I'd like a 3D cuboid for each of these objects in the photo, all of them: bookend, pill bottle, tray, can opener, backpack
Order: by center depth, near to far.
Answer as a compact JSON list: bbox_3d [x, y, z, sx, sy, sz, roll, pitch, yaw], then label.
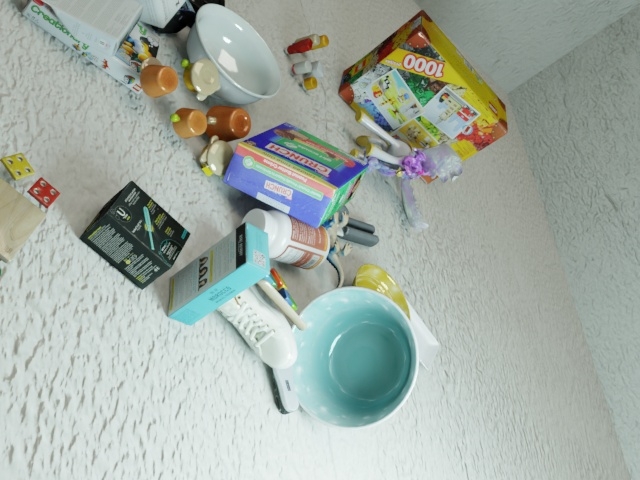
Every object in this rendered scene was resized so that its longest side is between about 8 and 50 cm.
[{"bbox_3d":[-0.088,-0.007,1.772,0.216,0.121,0.121,20,47,-45],"label":"pill bottle"},{"bbox_3d":[-0.391,-0.598,1.898,0.084,0.105,0.114,59,26,2],"label":"backpack"},{"bbox_3d":[-0.351,-0.675,2.050,0.156,0.072,0.157,30,40,-37],"label":"bookend"},{"bbox_3d":[0.081,-0.043,2.074,0.280,0.093,0.074,21,45,-50],"label":"can opener"},{"bbox_3d":[0.243,0.239,2.094,0.270,0.030,0.145,54,32,-6],"label":"tray"}]

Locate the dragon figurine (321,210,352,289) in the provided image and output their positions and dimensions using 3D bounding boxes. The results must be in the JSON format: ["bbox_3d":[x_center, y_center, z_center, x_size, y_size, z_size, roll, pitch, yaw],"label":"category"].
[{"bbox_3d":[0.000,0.000,1.919,0.085,0.144,0.289,1,81,-55],"label":"dragon figurine"}]

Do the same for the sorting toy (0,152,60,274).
[{"bbox_3d":[-0.556,-0.043,1.233,0.132,0.046,0.274,43,35,-22],"label":"sorting toy"}]

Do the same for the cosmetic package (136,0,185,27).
[{"bbox_3d":[-0.415,-0.648,1.764,0.151,0.151,0.184,20,61,13],"label":"cosmetic package"}]

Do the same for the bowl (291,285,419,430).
[{"bbox_3d":[0.089,0.271,1.647,0.163,0.311,0.311,35,33,-65],"label":"bowl"}]

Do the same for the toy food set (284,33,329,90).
[{"bbox_3d":[-0.056,-0.599,2.398,0.111,0.104,0.232,42,50,-47],"label":"toy food set"}]

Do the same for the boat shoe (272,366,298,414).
[{"bbox_3d":[-0.084,0.309,1.574,0.049,0.040,0.142,11,53,-38],"label":"boat shoe"}]

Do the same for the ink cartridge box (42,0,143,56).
[{"bbox_3d":[-0.531,-0.523,1.608,0.232,0.066,0.189,23,41,-11],"label":"ink cartridge box"}]

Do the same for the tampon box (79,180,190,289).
[{"bbox_3d":[-0.361,-0.010,1.419,0.161,0.101,0.120,44,33,-18],"label":"tampon box"}]

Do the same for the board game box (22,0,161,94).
[{"bbox_3d":[-0.519,-0.495,1.680,0.305,0.053,0.193,34,38,-33],"label":"board game box"}]

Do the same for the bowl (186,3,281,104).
[{"bbox_3d":[-0.255,-0.473,1.945,0.298,0.134,0.298,34,38,-32],"label":"bowl"}]

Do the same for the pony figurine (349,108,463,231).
[{"bbox_3d":[0.283,-0.254,2.403,0.363,0.303,0.351,17,38,-26],"label":"pony figurine"}]

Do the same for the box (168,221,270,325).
[{"bbox_3d":[-0.203,0.069,1.428,0.060,0.244,0.100,29,41,-37],"label":"box"}]

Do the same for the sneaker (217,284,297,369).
[{"bbox_3d":[-0.166,0.159,1.535,0.290,0.106,0.123,53,23,14],"label":"sneaker"}]

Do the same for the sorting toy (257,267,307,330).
[{"bbox_3d":[-0.111,0.088,1.609,0.193,0.038,0.208,52,-1,-39],"label":"sorting toy"}]

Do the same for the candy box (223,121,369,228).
[{"bbox_3d":[-0.052,-0.174,1.842,0.268,0.122,0.317,27,25,9],"label":"candy box"}]

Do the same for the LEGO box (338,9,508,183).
[{"bbox_3d":[0.373,-0.504,2.605,0.500,0.372,0.193,41,35,-23],"label":"LEGO box"}]

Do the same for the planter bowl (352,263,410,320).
[{"bbox_3d":[0.139,0.179,1.945,0.217,0.090,0.217,32,39,-31],"label":"planter bowl"}]

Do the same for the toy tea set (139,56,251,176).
[{"bbox_3d":[-0.308,-0.316,1.744,0.200,0.124,0.336,-58,132,-29],"label":"toy tea set"}]
